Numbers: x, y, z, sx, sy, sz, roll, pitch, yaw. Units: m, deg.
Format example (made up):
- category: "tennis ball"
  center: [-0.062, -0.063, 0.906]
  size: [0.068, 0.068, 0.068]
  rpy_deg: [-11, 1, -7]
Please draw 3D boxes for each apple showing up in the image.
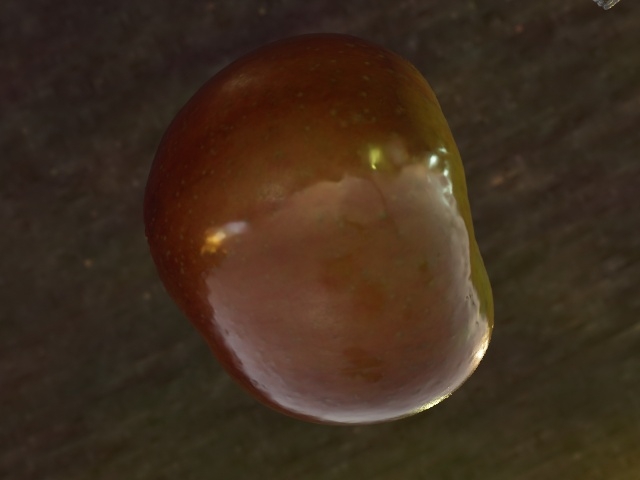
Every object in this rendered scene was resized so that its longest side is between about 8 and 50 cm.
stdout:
- category: "apple"
  center: [0.000, 0.000, 0.971]
  size: [0.173, 0.210, 0.235]
  rpy_deg: [-18, 118, 3]

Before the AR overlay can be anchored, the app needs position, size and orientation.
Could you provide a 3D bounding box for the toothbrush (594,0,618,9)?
- category: "toothbrush"
  center: [0.184, -0.026, 0.673]
  size: [0.024, 0.288, 0.021]
  rpy_deg: [-39, 162, 1]
